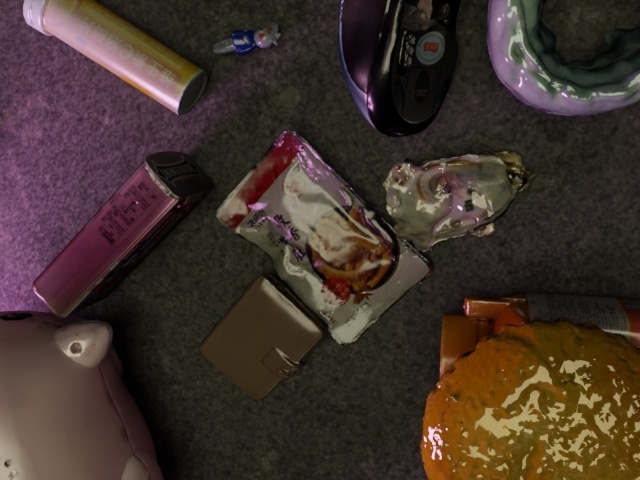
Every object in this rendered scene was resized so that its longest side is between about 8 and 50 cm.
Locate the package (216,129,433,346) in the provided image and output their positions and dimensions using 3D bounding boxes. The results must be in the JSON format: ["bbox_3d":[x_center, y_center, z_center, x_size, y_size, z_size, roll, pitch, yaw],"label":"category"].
[{"bbox_3d":[0.000,0.000,0.817,0.239,0.030,0.154,45,110,1],"label":"package"}]

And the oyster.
[{"bbox_3d":[0.153,-0.044,0.758,0.166,0.053,0.108,-10,72,24],"label":"oyster"}]

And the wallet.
[{"bbox_3d":[-0.071,0.124,0.853,0.118,0.039,0.152,45,115,2],"label":"wallet"}]

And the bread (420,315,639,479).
[{"bbox_3d":[0.210,0.178,0.624,0.240,0.139,0.239,3,104,13],"label":"bread"}]

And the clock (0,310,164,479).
[{"bbox_3d":[-0.381,0.279,0.853,0.369,0.250,0.376,4,102,13],"label":"clock"}]

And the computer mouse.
[{"bbox_3d":[0.080,-0.225,0.702,0.096,0.137,0.233,17,108,31],"label":"computer mouse"}]

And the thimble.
[{"bbox_3d":[0.264,-0.234,0.630,0.205,0.172,0.250,40,109,6],"label":"thimble"}]

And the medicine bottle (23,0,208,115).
[{"bbox_3d":[-0.240,-0.231,0.811,0.218,0.074,0.073,33,107,4],"label":"medicine bottle"}]

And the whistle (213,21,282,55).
[{"bbox_3d":[-0.085,-0.233,0.794,0.083,0.029,0.033,-10,62,11],"label":"whistle"}]

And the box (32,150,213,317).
[{"bbox_3d":[-0.238,-0.007,0.830,0.224,0.120,0.069,-43,89,19],"label":"box"}]

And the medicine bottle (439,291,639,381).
[{"bbox_3d":[0.244,0.137,0.740,0.222,0.112,0.149,2,102,13],"label":"medicine bottle"}]
